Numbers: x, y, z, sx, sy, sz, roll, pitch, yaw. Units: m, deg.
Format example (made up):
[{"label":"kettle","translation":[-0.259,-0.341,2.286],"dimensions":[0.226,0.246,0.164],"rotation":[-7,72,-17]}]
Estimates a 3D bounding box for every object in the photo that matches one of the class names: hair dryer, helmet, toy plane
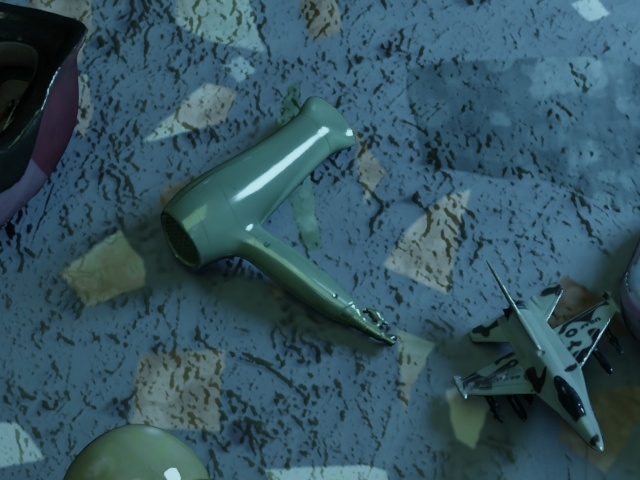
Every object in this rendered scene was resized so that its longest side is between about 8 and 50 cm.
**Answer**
[{"label":"hair dryer","translation":[0.000,0.000,1.577],"dimensions":[0.206,0.075,0.237],"rotation":[-38,73,-24]},{"label":"helmet","translation":[-0.316,-0.091,1.584],"dimensions":[0.198,0.154,0.253],"rotation":[17,42,33]},{"label":"toy plane","translation":[0.197,0.113,1.471],"dimensions":[0.160,0.082,0.234],"rotation":[-29,45,3]}]

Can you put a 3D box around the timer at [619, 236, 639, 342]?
[{"label":"timer","translation":[0.365,0.031,1.501],"dimensions":[0.190,0.069,0.208],"rotation":[11,45,24]}]

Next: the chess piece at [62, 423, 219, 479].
[{"label":"chess piece","translation":[-0.089,0.267,1.380],"dimensions":[0.167,0.167,0.299],"rotation":[-42,61,-19]}]
